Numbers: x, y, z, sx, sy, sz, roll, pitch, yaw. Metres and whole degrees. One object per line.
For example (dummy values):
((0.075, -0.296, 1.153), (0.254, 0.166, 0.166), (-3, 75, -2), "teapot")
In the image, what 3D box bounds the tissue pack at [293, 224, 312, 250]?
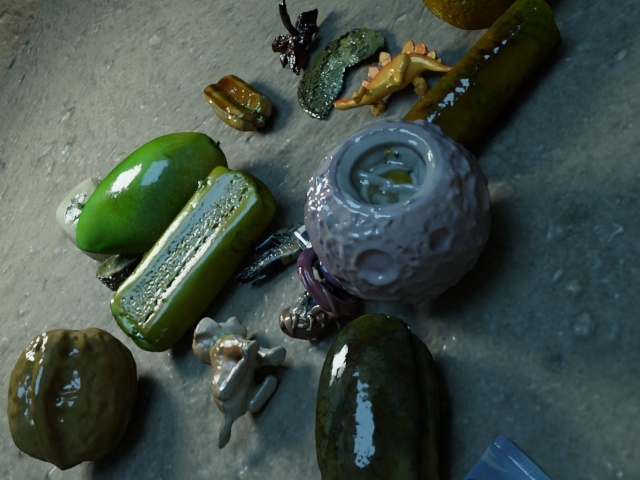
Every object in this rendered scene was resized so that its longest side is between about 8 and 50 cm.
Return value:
((0.000, 0.000, 1.293), (0.062, 0.042, 0.083), (-34, 41, -9), "tissue pack")

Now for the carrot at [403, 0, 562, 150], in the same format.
((0.243, -0.234, 1.188), (0.302, 0.114, 0.114), (-47, 39, 1), "carrot")

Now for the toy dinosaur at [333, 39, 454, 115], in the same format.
((0.147, -0.301, 1.369), (0.288, 0.070, 0.117), (-18, 49, 29), "toy dinosaur")

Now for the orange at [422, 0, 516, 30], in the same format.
((0.286, -0.438, 1.254), (0.237, 0.158, 0.179), (-39, 10, 16), "orange")

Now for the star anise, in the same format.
((-0.074, -0.449, 1.643), (0.140, 0.144, 0.158), (-47, 39, 20), "star anise")

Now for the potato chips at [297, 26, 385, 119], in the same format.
((0.036, -0.345, 1.540), (0.220, 0.029, 0.202), (-35, 39, 23), "potato chips")

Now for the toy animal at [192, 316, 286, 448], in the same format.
((-0.166, 0.219, 1.257), (0.185, 0.104, 0.183), (24, 87, 46), "toy animal")

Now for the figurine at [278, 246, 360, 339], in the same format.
((0.002, 0.096, 1.189), (0.126, 0.114, 0.157), (-59, -11, -70), "figurine")

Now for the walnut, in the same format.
((-0.450, 0.284, 1.393), (0.225, 0.257, 0.257), (-3, 53, 6), "walnut")

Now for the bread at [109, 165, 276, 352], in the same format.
((-0.232, 0.037, 1.440), (0.166, 0.112, 0.383), (38, 91, 30), "bread")

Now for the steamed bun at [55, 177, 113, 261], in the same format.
((-0.533, -0.062, 1.789), (0.170, 0.153, 0.239), (-54, 41, -3), "steamed bun")

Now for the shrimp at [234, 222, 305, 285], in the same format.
((-0.084, 0.024, 1.377), (0.161, 0.034, 0.091), (-34, 39, 10), "shrimp")

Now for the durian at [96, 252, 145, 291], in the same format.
((-0.419, 0.071, 1.636), (0.111, 0.071, 0.140), (-26, 20, 10), "durian")

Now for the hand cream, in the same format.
((0.146, 0.349, 0.884), (0.271, 0.058, 0.091), (-47, 42, -1), "hand cream")

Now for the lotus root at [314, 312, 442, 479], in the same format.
((0.069, 0.220, 0.979), (0.160, 0.152, 0.274), (-31, 41, 38), "lotus root")

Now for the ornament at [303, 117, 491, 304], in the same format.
((0.110, -0.036, 1.067), (0.260, 0.225, 0.259), (-7, 56, 10), "ornament")

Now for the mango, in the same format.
((-0.352, -0.081, 1.581), (0.382, 0.201, 0.225), (-28, 53, 20), "mango")

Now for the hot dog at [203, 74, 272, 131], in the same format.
((-0.177, -0.294, 1.682), (0.104, 0.076, 0.250), (-37, 41, -11), "hot dog")
